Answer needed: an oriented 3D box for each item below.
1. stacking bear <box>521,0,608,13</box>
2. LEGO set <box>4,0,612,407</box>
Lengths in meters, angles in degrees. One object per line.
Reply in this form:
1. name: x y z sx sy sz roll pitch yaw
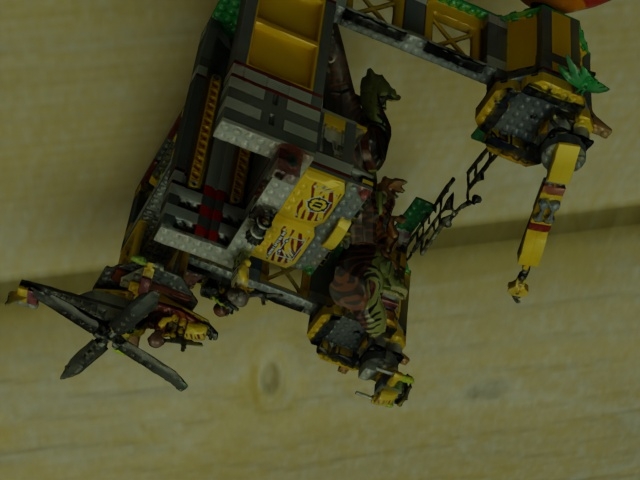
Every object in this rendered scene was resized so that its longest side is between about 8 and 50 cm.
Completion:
1. stacking bear: 0.093 -0.217 0.777 0.289 0.175 0.164 28 78 -45
2. LEGO set: 0.000 0.000 0.830 0.255 0.192 0.331 27 134 -20
